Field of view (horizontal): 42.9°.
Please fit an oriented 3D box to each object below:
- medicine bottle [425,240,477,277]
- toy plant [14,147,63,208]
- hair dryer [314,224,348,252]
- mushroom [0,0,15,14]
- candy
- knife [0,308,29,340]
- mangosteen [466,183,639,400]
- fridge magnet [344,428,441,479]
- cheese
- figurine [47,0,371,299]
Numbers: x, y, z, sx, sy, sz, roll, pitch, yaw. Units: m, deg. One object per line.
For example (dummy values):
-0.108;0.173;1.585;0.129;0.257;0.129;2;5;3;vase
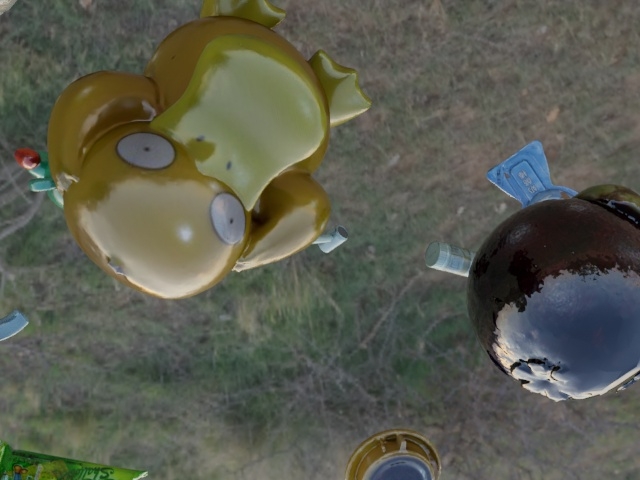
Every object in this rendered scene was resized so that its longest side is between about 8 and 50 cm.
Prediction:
0.219;0.031;1.352;0.083;0.047;0.047;15;138;-25;medicine bottle
-0.378;-0.128;1.519;0.400;0.279;0.185;-29;144;-59;toy plant
0.000;0.000;1.716;0.063;0.038;0.124;-37;161;35;hair dryer
-0.552;-0.578;1.321;0.313;0.397;0.224;25;152;-29;mushroom
-0.285;0.282;0.885;0.178;0.102;0.032;10;157;1;candy
-0.387;0.110;0.799;0.210;0.015;0.028;-21;123;-41;knife
0.239;0.035;0.748;0.194;0.230;0.194;27;151;16;mangosteen
0.105;0.335;1.161;0.143;0.063;0.143;-3;107;-11;fridge magnet
0.427;-0.059;1.531;0.135;0.245;0.052;-34;176;13;cheese
-0.077;-0.072;0.597;0.215;0.228;0.215;2;114;3;figurine
